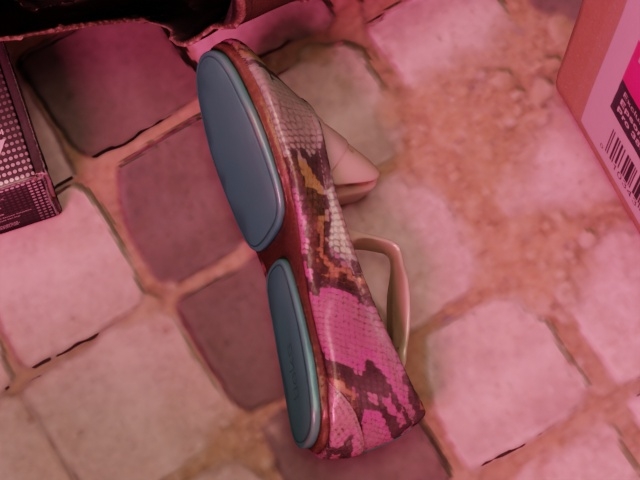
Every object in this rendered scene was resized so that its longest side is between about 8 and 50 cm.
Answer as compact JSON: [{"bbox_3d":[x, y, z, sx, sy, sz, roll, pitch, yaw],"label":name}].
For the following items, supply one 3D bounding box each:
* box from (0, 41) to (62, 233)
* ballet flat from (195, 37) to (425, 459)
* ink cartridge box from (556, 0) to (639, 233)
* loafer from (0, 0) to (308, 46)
[{"bbox_3d":[-0.296,-0.075,0.858,0.270,0.060,0.216,-18,70,-6],"label":"box"},{"bbox_3d":[0.000,0.000,0.830,0.079,0.077,0.221,-10,74,-23],"label":"ballet flat"},{"bbox_3d":[0.212,-0.037,0.771,0.088,0.193,0.234,-24,71,-9],"label":"ink cartridge box"},{"bbox_3d":[-0.041,-0.150,0.826,0.366,0.134,0.130,-8,59,-10],"label":"loafer"}]
